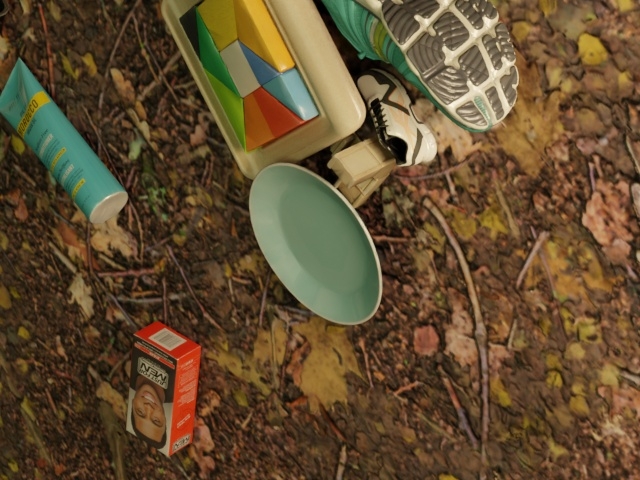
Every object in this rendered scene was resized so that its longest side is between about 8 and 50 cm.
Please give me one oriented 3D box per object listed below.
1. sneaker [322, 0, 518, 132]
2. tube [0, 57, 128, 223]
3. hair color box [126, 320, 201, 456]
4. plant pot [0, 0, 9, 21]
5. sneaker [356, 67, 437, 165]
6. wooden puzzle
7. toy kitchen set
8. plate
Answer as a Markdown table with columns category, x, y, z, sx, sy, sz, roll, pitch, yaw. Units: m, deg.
| category | x | y | z | sx | sy | sz | roll | pitch | yaw |
| --- | --- | --- | --- | --- | --- | --- | --- | --- | --- |
| sneaker | 0.079 | -0.202 | 1.770 | 0.275 | 0.107 | 0.110 | 50 | 155 | 19 |
| tube | -0.298 | -0.109 | 2.185 | 0.207 | 0.052 | 0.080 | 49 | 124 | 20 |
| hair color box | -0.182 | 0.171 | 2.216 | 0.072 | 0.043 | 0.141 | 27 | 128 | 29 |
| plant pot | -0.497 | -0.257 | 2.206 | 0.188 | 0.187 | 0.167 | 52 | 149 | 10 |
| sneaker | 0.067 | -0.118 | 1.841 | 0.109 | 0.044 | 0.040 | 54 | 138 | 10 |
| wooden puzzle | -0.068 | -0.178 | 1.903 | 0.239 | 0.044 | 0.221 | -24 | 93 | 60 |
| toy kitchen set | 0.019 | -0.073 | 1.885 | 0.068 | 0.075 | 0.083 | 51 | 136 | 12 |
| plate | 0.000 | 0.000 | 1.960 | 0.188 | 0.024 | 0.188 | 33 | 141 | 31 |
